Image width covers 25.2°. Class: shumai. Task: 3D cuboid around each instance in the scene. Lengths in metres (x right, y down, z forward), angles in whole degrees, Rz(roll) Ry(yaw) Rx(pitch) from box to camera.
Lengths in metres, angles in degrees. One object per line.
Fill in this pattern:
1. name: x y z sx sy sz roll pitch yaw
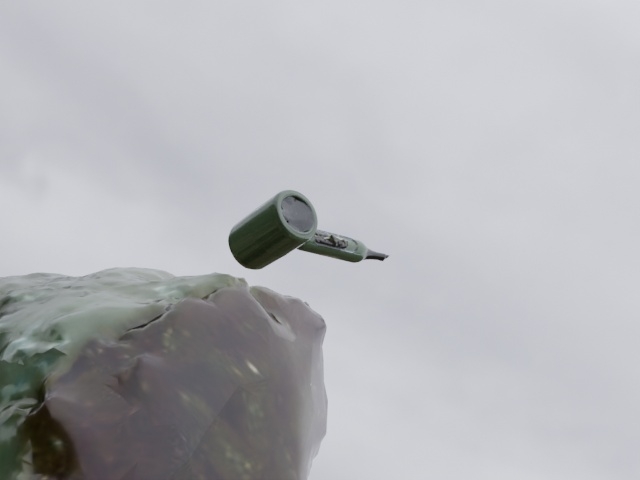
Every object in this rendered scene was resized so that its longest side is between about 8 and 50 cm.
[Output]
1. shumai: -0.130 0.154 0.838 0.323 0.397 0.324 -22 -90 37

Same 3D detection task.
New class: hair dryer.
1. hair dryer: 0.000 0.000 1.214 0.150 0.047 0.071 11 -30 -38
